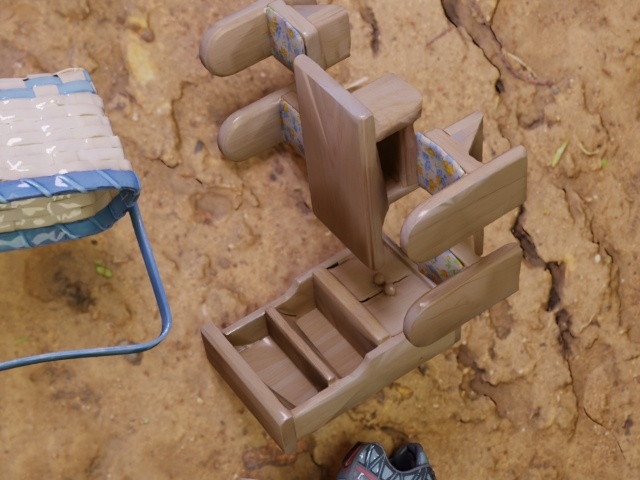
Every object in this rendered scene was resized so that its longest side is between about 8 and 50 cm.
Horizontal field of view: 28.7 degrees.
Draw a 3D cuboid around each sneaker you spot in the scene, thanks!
[{"bbox_3d":[0.128,0.323,1.586,0.262,0.104,0.125,28,70,-39],"label":"sneaker"}]

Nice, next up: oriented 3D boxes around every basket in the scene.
[{"bbox_3d":[-0.293,-0.014,1.245,0.255,0.201,0.288,-6,72,-25],"label":"basket"}]

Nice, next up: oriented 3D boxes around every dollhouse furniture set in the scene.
[{"bbox_3d":[0.000,0.000,1.334,0.256,0.362,0.394,-30,141,-20],"label":"dollhouse furniture set"}]

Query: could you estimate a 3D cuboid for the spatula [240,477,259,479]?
[{"bbox_3d":[0.028,0.363,1.521,0.242,0.168,0.019,50,49,-29],"label":"spatula"}]
